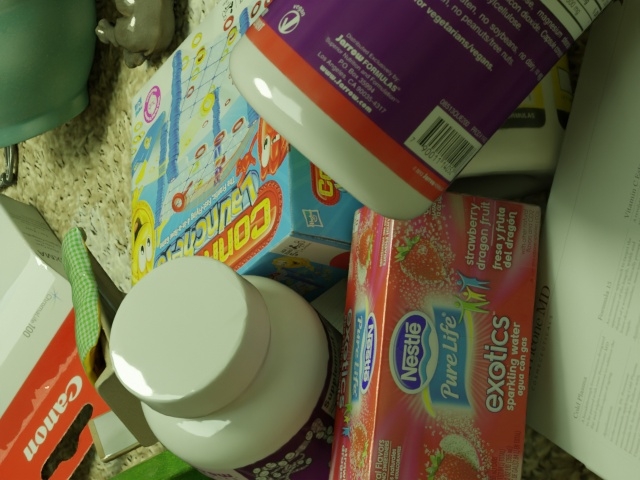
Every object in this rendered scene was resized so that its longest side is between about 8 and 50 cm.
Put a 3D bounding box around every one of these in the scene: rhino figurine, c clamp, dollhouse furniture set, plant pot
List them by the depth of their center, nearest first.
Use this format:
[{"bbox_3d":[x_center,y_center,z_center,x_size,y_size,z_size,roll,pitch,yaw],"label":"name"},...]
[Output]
[{"bbox_3d":[-0.237,0.162,1.662,0.197,0.151,0.301,64,-179,39],"label":"dollhouse furniture set"},{"bbox_3d":[-0.206,-0.324,1.831,0.106,0.073,0.243,4,92,58],"label":"rhino figurine"},{"bbox_3d":[-0.398,-0.230,1.961,0.293,0.293,0.196,11,127,54],"label":"plant pot"},{"bbox_3d":[-0.462,-0.090,2.242,0.160,0.022,0.137,-34,58,51],"label":"c clamp"}]

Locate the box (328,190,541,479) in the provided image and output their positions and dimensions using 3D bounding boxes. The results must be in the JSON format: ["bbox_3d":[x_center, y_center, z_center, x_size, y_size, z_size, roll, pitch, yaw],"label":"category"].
[{"bbox_3d":[0.086,0.096,1.235,0.128,0.122,0.257,150,127,-74],"label":"box"}]

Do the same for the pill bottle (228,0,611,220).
[{"bbox_3d":[0.098,-0.183,1.106,0.323,0.181,0.181,-49,46,6],"label":"pill bottle"}]

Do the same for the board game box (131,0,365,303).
[{"bbox_3d":[-0.074,-0.068,1.475,0.308,0.086,0.302,-39,46,48],"label":"board game box"}]

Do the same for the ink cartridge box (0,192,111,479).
[{"bbox_3d":[-0.409,0.161,2.028,0.308,0.091,0.385,-55,43,12],"label":"ink cartridge box"}]

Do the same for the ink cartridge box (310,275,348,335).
[{"bbox_3d":[0.021,0.104,1.523,0.235,0.056,0.171,47,133,8],"label":"ink cartridge box"}]

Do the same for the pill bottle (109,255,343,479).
[{"bbox_3d":[-0.049,0.131,1.342,0.169,0.301,0.169,-13,59,22],"label":"pill bottle"}]

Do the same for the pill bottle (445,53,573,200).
[{"bbox_3d":[0.100,-0.203,1.303,0.188,0.188,0.334,-19,75,53],"label":"pill bottle"}]

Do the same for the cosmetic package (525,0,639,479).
[{"bbox_3d":[0.285,0.005,1.124,0.284,0.097,0.377,32,116,49],"label":"cosmetic package"}]
